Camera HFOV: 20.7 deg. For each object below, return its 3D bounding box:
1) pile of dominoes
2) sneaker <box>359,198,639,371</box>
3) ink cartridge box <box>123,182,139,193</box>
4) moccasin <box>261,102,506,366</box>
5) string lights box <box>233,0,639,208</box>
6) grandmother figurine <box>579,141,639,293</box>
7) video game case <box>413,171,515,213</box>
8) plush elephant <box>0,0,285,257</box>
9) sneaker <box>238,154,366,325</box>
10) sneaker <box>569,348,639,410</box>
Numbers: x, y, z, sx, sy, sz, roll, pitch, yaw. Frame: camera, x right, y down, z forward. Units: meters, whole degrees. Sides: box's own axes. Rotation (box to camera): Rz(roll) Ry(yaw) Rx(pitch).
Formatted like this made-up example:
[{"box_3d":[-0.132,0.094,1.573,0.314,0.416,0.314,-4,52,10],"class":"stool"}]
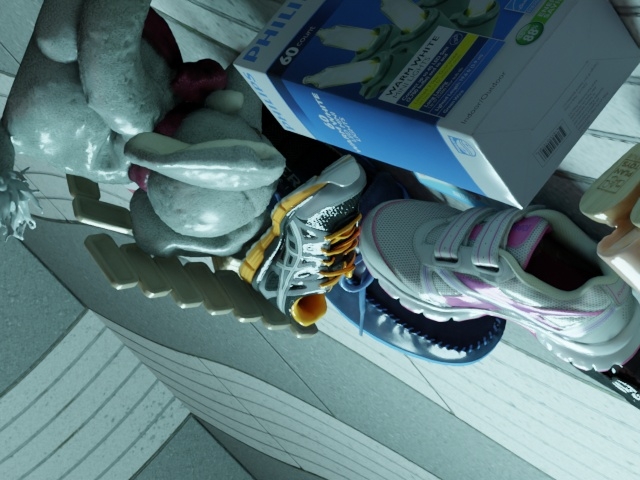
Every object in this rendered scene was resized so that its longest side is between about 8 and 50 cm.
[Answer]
[{"box_3d":[-0.129,0.005,1.638,0.251,0.040,0.196,16,-141,-31],"class":"pile of dominoes"},{"box_3d":[0.150,0.011,1.439,0.252,0.103,0.111,17,145,17],"class":"sneaker"},{"box_3d":[-0.198,-0.124,1.940,0.158,0.092,0.218,37,168,9],"class":"ink cartridge box"},{"box_3d":[0.027,-0.008,1.637,0.342,0.137,0.117,36,161,11],"class":"moccasin"},{"box_3d":[0.072,-0.119,1.176,0.260,0.133,0.077,22,158,50],"class":"string lights box"},{"box_3d":[0.321,0.077,1.223,0.342,0.104,0.208,47,179,-18],"class":"grandmother figurine"},{"box_3d":[0.096,-0.084,1.466,0.119,0.015,0.166,26,161,42],"class":"video game case"},{"box_3d":[-0.130,-0.113,1.494,0.255,0.330,0.272,21,164,-9],"class":"plush elephant"},{"box_3d":[0.000,0.000,1.526,0.083,0.084,0.215,50,149,11],"class":"sneaker"},{"box_3d":[0.291,0.125,1.537,0.089,0.051,0.170,38,170,-14],"class":"sneaker"}]
